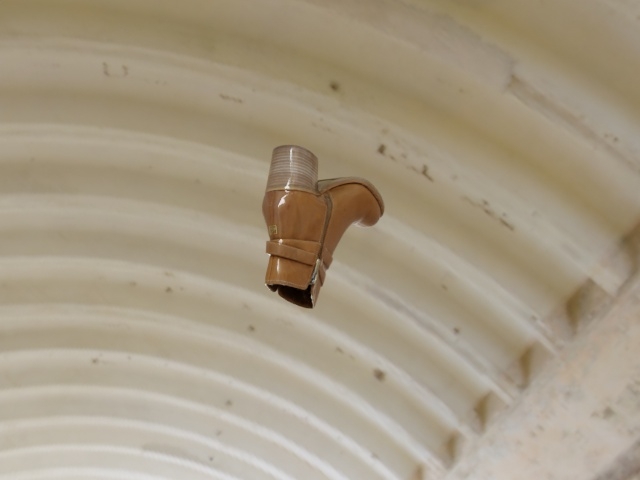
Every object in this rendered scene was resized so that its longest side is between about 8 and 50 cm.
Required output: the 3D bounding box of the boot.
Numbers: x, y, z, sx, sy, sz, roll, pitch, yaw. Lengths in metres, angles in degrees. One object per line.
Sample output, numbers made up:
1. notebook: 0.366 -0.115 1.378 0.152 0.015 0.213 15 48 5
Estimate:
1. boot: 0.000 0.000 1.056 0.073 0.152 0.197 -9 -21 36
